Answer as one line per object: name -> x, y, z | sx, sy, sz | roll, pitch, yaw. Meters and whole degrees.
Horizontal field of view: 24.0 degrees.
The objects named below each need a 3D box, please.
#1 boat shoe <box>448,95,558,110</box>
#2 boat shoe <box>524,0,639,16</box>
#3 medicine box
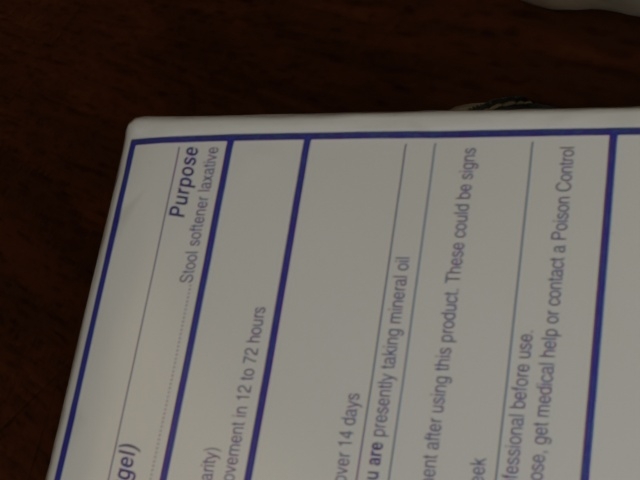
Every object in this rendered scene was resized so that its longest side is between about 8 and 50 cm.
boat shoe -> 0.054, 0.077, 0.682 | 0.099, 0.116, 0.319 | 0, 63, 56
boat shoe -> 0.152, -0.150, 0.758 | 0.063, 0.066, 0.184 | -66, 25, -3
medicine box -> 0.057, 0.101, 0.534 | 0.289, 0.149, 0.264 | 0, 65, 21
